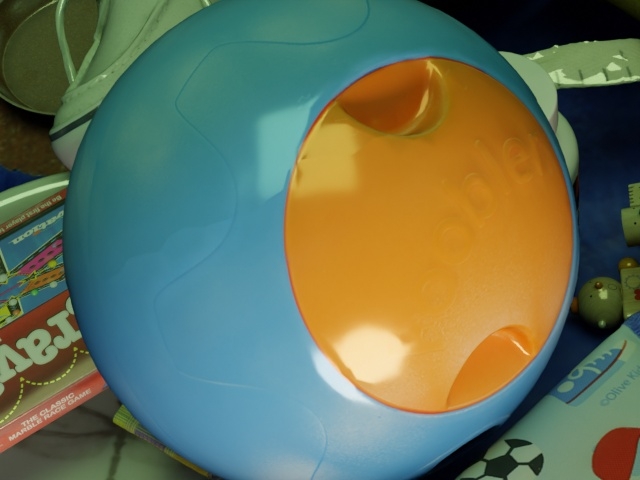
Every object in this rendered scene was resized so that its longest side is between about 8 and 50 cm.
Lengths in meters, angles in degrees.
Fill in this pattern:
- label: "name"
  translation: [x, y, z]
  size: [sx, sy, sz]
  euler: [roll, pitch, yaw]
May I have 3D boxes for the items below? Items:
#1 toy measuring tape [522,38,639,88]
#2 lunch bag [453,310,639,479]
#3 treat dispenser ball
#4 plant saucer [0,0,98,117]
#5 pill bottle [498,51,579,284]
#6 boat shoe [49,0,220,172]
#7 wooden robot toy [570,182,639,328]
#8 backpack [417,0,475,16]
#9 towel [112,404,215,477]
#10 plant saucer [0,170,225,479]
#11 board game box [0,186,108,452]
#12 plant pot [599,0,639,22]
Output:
- label: "toy measuring tape"
  translation: [0.089, -0.080, 1.329]
  size: [0.330, 0.121, 0.121]
  euler: [-7, 52, -1]
- label: "lunch bag"
  translation: [0.214, 0.279, 0.958]
  size: [0.385, 0.239, 0.328]
  euler: [31, 60, 35]
- label: "treat dispenser ball"
  translation: [0.000, 0.000, 1.040]
  size: [0.288, 0.288, 0.288]
  euler: [-4, 52, 5]
- label: "plant saucer"
  translation: [-0.188, -0.155, 1.475]
  size: [0.168, 0.029, 0.168]
  euler: [-4, 52, 6]
- label: "pill bottle"
  translation: [0.118, -0.032, 1.232]
  size: [0.108, 0.193, 0.108]
  euler: [-4, 53, 5]
- label: "boat shoe"
  translation: [-0.120, -0.193, 1.341]
  size: [0.136, 0.156, 0.367]
  euler: [-22, 21, 35]
- label: "wooden robot toy"
  translation: [0.206, 0.027, 1.257]
  size: [0.079, 0.076, 0.173]
  euler: [-9, 51, 15]
- label: "backpack"
  translation: [0.064, -0.320, 1.398]
  size: [0.263, 0.213, 0.276]
  euler: [44, 56, 14]
- label: "towel"
  translation: [-0.081, 0.108, 1.143]
  size: [0.083, 0.009, 0.060]
  euler: [25, 61, 25]
- label: "plant saucer"
  translation: [-0.134, 0.131, 1.203]
  size: [0.400, 0.100, 0.400]
  euler: [-4, 52, 5]
- label: "board game box"
  translation: [-0.207, 0.062, 1.187]
  size: [0.281, 0.027, 0.145]
  euler: [-31, 56, -15]
- label: "plant pot"
  translation: [0.383, -0.230, 1.278]
  size: [0.366, 0.366, 0.353]
  euler: [-37, 68, -19]
